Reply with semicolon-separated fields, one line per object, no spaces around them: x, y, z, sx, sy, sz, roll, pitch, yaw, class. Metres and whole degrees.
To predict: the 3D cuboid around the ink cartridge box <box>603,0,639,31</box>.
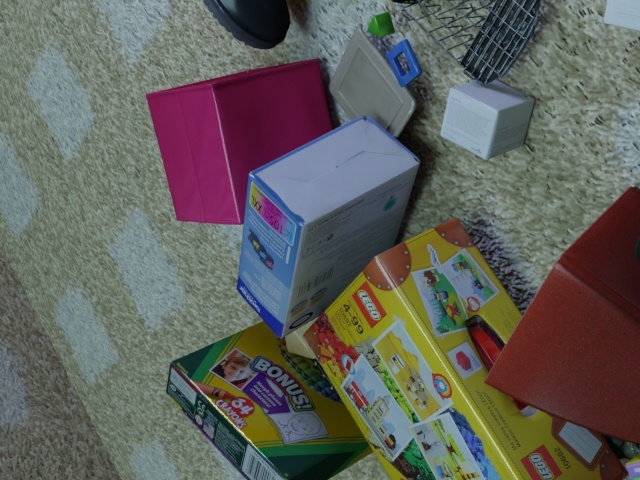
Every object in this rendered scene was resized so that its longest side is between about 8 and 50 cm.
0.451;-0.381;1.331;0.109;0.062;0.209;26;126;39;ink cartridge box

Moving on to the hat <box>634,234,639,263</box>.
0.571;-0.019;1.263;0.331;0.331;0.134;-6;64;50;hat

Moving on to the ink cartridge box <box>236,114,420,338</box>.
0.000;0.000;1.825;0.151;0.270;0.395;46;148;26;ink cartridge box

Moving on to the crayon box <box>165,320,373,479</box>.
-0.082;0.334;2.073;0.363;0.313;0.106;40;133;29;crayon box

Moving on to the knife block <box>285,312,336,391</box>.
0.031;0.172;2.049;0.242;0.088;0.275;8;113;46;knife block

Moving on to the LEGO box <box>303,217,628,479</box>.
0.227;0.274;1.749;0.500;0.193;0.372;58;149;12;LEGO box

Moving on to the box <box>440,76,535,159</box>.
0.264;-0.195;1.600;0.102;0.101;0.087;35;130;33;box

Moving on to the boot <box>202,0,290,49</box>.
-0.060;-0.571;1.696;0.445;0.146;0.367;-28;101;44;boot

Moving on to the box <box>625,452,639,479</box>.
0.578;0.282;1.360;0.213;0.243;0.117;-34;81;51;box

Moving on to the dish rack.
0.230;-0.388;1.576;0.271;0.074;0.208;48;138;19;dish rack

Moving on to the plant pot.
0.438;0.129;1.452;0.236;0.267;0.267;37;133;19;plant pot

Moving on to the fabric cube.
-0.145;-0.188;1.932;0.259;0.254;0.258;4;111;54;fabric cube

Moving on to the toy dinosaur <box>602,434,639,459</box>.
0.471;0.306;1.640;0.268;0.064;0.118;-4;111;53;toy dinosaur

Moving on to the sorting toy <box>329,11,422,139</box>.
0.098;-0.260;1.790;0.196;0.047;0.347;59;151;17;sorting toy
